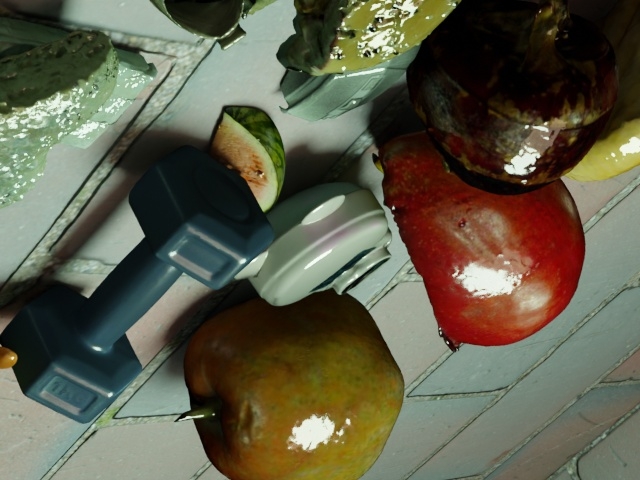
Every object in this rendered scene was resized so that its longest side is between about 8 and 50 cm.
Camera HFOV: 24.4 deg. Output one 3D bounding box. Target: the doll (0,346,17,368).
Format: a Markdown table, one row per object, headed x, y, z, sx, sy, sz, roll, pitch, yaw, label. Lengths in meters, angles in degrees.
| x | y | z | sx | sy | sz | roll | pitch | yaw | label |
| --- | --- | --- | --- | --- | --- | --- | --- | --- | --- |
| -0.402 | 0.143 | 1.579 | 0.142 | 0.135 | 0.221 | 18 | 145 | -7 | doll |

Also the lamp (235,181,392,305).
| x | y | z | sx | sy | sz | roll | pitch | yaw | label |
| --- | --- | --- | --- | --- | --- | --- | --- | --- | --- |
| -0.001 | -0.002 | 1.764 | 0.179 | 0.108 | 0.246 | -34 | 164 | 18 | lamp |

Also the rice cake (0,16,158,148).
| x | y | z | sx | sy | sz | roll | pitch | yaw | label |
| --- | --- | --- | --- | --- | --- | --- | --- | --- | --- |
| -0.251 | -0.138 | 1.329 | 0.124 | 0.038 | 0.211 | -41 | 152 | 21 | rice cake |

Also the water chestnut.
| x | y | z | sx | sy | sz | roll | pitch | yaw | label |
| --- | --- | --- | --- | --- | --- | --- | --- | --- | --- |
| 0.205 | -0.171 | 1.548 | 0.223 | 0.224 | 0.238 | -15 | 135 | -29 | water chestnut |

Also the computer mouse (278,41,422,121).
| x | y | z | sx | sy | sz | roll | pitch | yaw | label |
| --- | --- | --- | --- | --- | --- | --- | --- | --- | --- |
| 0.043 | -0.187 | 1.518 | 0.126 | 0.071 | 0.231 | -11 | 149 | -35 | computer mouse |

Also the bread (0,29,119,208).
| x | y | z | sx | sy | sz | roll | pitch | yaw | label |
| --- | --- | --- | --- | --- | --- | --- | --- | --- | --- |
| -0.273 | -0.097 | 1.263 | 0.232 | 0.064 | 0.172 | -41 | 154 | 20 | bread |

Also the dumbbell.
| x | y | z | sx | sy | sz | roll | pitch | yaw | label |
| --- | --- | --- | --- | --- | --- | --- | --- | --- | --- |
| -0.200 | 0.050 | 1.583 | 0.325 | 0.160 | 0.144 | -45 | 151 | 27 | dumbbell |

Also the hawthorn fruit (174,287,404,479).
| x | y | z | sx | sy | sz | roll | pitch | yaw | label |
| --- | --- | --- | --- | --- | --- | --- | --- | --- | --- |
| -0.055 | 0.191 | 1.898 | 0.300 | 0.268 | 0.268 | -5 | 144 | -36 | hawthorn fruit |

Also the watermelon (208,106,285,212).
| x | y | z | sx | sy | sz | roll | pitch | yaw | label |
| --- | --- | --- | --- | --- | --- | --- | --- | --- | --- |
| -0.071 | -0.090 | 1.610 | 0.069 | 0.087 | 0.163 | -59 | 176 | -36 | watermelon |

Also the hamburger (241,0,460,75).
| x | y | z | sx | sy | sz | roll | pitch | yaw | label |
| --- | --- | --- | --- | --- | --- | --- | --- | --- | --- |
| 0.055 | -0.273 | 1.263 | 0.192 | 0.168 | 0.288 | -12 | 149 | -29 | hamburger |

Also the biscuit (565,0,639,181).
| x | y | z | sx | sy | sz | roll | pitch | yaw | label |
| --- | --- | --- | --- | --- | --- | --- | --- | --- | --- |
| 0.340 | -0.171 | 1.694 | 0.091 | 0.274 | 0.213 | 39 | 142 | -23 | biscuit |

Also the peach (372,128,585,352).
| x | y | z | sx | sy | sz | roll | pitch | yaw | label |
| --- | --- | --- | --- | --- | --- | --- | --- | --- | --- |
| 0.200 | -0.028 | 1.750 | 0.201 | 0.258 | 0.362 | -19 | 143 | 13 | peach |

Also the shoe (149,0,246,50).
| x | y | z | sx | sy | sz | roll | pitch | yaw | label |
| --- | --- | --- | --- | --- | --- | --- | --- | --- | --- |
| -0.119 | -0.255 | 1.196 | 0.103 | 0.098 | 0.275 | -34 | 153 | -2 | shoe |
